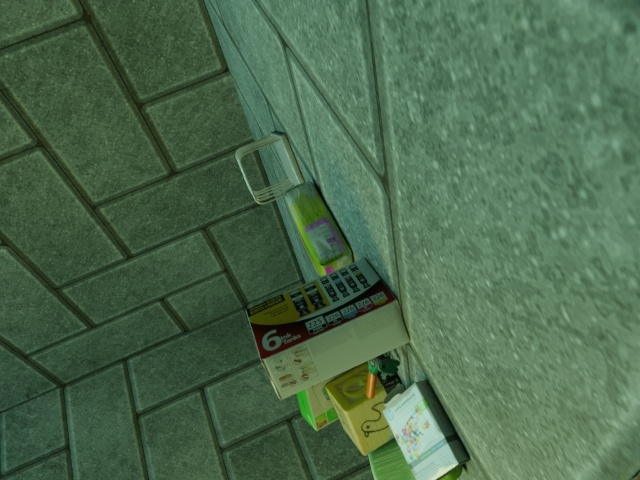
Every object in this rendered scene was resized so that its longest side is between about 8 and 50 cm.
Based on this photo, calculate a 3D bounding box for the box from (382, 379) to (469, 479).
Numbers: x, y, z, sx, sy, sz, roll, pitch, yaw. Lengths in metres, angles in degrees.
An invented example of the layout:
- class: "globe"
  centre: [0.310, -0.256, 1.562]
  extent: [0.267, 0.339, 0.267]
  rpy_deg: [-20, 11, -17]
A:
- class: "box"
  centre: [0.224, 0.422, 1.217]
  extent: [0.145, 0.038, 0.186]
  rpy_deg: [-55, 48, 39]

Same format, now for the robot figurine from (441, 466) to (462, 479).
- class: "robot figurine"
  centre: [0.272, 0.485, 1.245]
  extent: [0.115, 0.067, 0.101]
  rpy_deg: [64, 144, 29]

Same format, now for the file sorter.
- class: "file sorter"
  centre: [-0.181, -0.250, 1.909]
  extent: [0.277, 0.173, 0.192]
  rpy_deg: [-131, 19, -72]

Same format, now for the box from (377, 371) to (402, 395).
- class: "box"
  centre: [0.202, 0.410, 1.650]
  extent: [0.062, 0.052, 0.083]
  rpy_deg: [72, 173, -46]

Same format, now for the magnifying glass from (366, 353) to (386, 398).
- class: "magnifying glass"
  centre: [0.157, 0.363, 1.624]
  extent: [0.092, 0.026, 0.230]
  rpy_deg: [-131, 41, -56]

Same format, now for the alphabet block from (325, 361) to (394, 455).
- class: "alphabet block"
  centre: [0.158, 0.572, 1.918]
  extent: [0.193, 0.193, 0.197]
  rpy_deg: [30, 145, 64]

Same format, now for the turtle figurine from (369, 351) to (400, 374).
- class: "turtle figurine"
  centre: [0.134, 0.269, 1.453]
  extent: [0.175, 0.118, 0.234]
  rpy_deg: [67, 168, -4]

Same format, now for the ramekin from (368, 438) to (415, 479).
- class: "ramekin"
  centre: [0.271, 0.815, 1.903]
  extent: [0.303, 0.148, 0.303]
  rpy_deg: [-19, -90, -87]

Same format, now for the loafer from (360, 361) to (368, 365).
- class: "loafer"
  centre: [0.194, 0.563, 2.104]
  extent: [0.087, 0.095, 0.251]
  rpy_deg: [-115, 4, -57]

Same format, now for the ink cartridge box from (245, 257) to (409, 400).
- class: "ink cartridge box"
  centre: [0.000, 0.176, 1.282]
  extent: [0.272, 0.310, 0.130]
  rpy_deg: [-125, 13, -60]

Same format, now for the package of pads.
- class: "package of pads"
  centre: [0.000, 0.000, 1.613]
  extent: [0.229, 0.101, 0.296]
  rpy_deg: [75, 169, -56]

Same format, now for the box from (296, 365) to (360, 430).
- class: "box"
  centre: [0.028, 0.512, 2.033]
  extent: [0.127, 0.231, 0.261]
  rpy_deg: [29, 136, 57]

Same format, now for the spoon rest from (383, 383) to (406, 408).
- class: "spoon rest"
  centre: [0.224, 0.448, 1.462]
  extent: [0.276, 0.084, 0.137]
  rpy_deg: [155, 91, -85]
